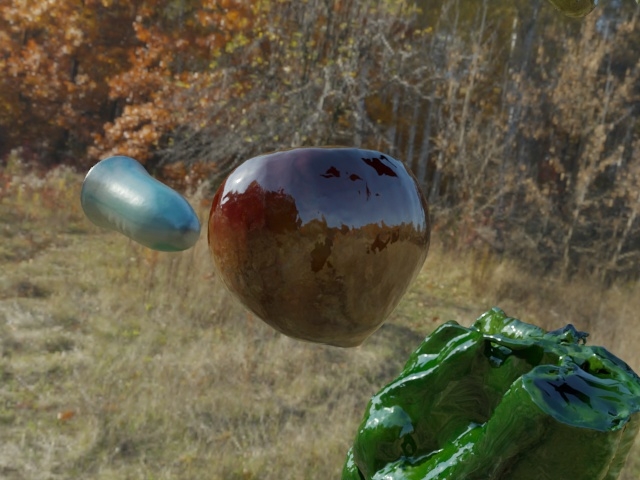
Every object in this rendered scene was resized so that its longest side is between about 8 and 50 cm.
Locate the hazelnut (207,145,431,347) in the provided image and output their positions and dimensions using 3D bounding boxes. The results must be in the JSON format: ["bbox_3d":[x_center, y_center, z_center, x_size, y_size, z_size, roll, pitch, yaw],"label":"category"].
[{"bbox_3d":[0.000,0.000,1.197,0.409,0.359,0.359,2,9,-42],"label":"hazelnut"}]

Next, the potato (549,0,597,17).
[{"bbox_3d":[0.571,-0.596,1.601,0.225,0.117,0.090,11,0,-37],"label":"potato"}]

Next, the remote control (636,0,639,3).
[{"bbox_3d":[0.585,-0.600,1.339,0.038,0.285,0.123,-16,-23,17],"label":"remote control"}]

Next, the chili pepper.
[{"bbox_3d":[0.128,0.200,0.639,0.167,0.385,0.213,-16,58,-31],"label":"chili pepper"}]

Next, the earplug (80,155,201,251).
[{"bbox_3d":[-0.384,-0.067,1.563,0.324,0.185,0.185,24,13,40],"label":"earplug"}]
